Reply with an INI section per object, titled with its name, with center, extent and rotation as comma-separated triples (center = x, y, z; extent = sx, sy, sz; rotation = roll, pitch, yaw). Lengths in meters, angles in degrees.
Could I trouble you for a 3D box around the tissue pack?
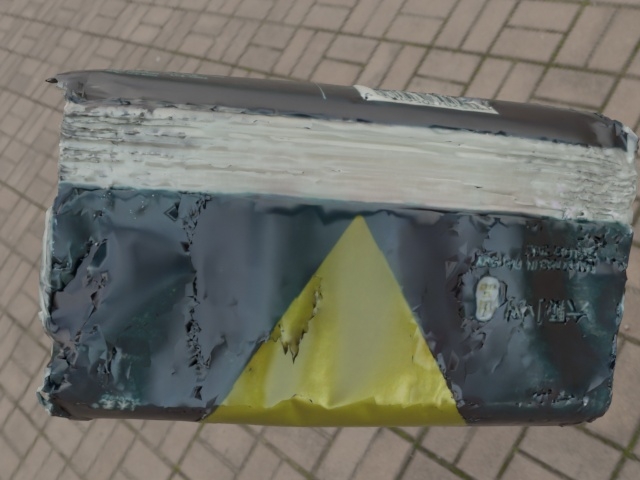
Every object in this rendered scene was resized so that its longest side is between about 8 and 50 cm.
[tissue pack]
center = 0.000, 0.000, 0.629
extent = 0.264, 0.416, 0.253
rotation = -147, 62, -75
